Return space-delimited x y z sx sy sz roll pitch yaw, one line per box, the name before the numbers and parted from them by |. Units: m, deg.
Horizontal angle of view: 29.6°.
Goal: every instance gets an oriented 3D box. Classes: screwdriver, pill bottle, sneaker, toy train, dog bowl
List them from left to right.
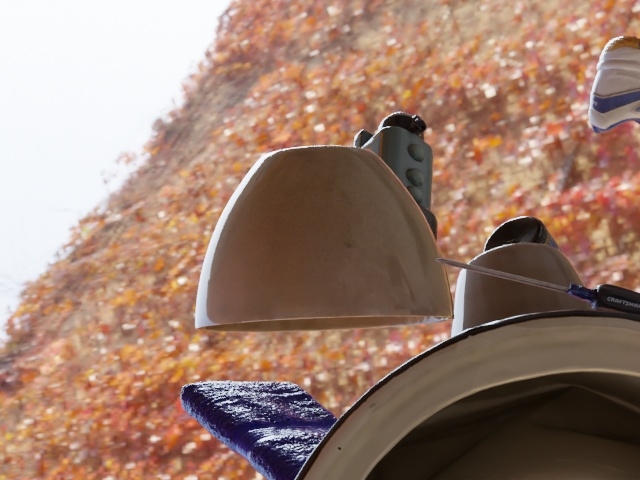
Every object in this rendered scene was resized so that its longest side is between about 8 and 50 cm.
toy train | 0.084 -0.038 1.723 0.142 0.190 0.334 31 -138 -21
pill bottle | 0.395 0.069 2.170 0.219 0.123 0.123 50 -129 -29
screwdriver | 0.168 0.030 0.882 0.170 0.025 0.024 18 -156 -3
dog bowl | 0.158 0.255 0.795 0.408 0.150 0.408 0 -98 -3
sneaker | 0.468 -0.142 1.471 0.296 0.112 0.131 19 -87 3

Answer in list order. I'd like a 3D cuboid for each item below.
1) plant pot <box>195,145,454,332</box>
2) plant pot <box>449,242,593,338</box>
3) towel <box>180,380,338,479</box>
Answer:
plant pot | 0.000 0.000 1.340 0.284 0.284 0.191 3 -99 -43
plant pot | 0.332 0.170 1.916 0.323 0.323 0.280 26 -135 -37
towel | -0.036 0.280 1.736 0.228 0.308 0.076 14 -81 -42
